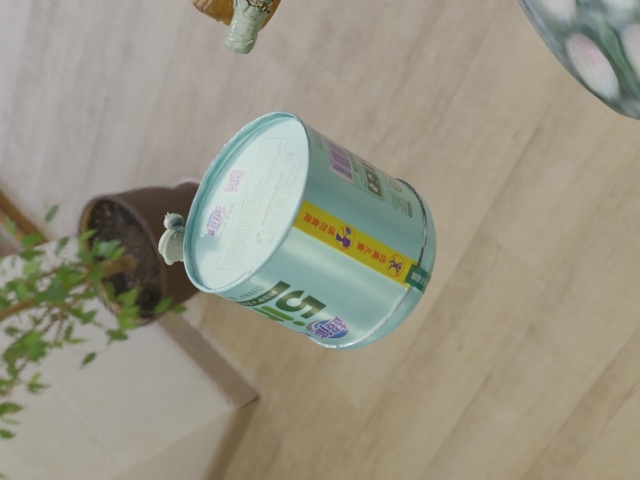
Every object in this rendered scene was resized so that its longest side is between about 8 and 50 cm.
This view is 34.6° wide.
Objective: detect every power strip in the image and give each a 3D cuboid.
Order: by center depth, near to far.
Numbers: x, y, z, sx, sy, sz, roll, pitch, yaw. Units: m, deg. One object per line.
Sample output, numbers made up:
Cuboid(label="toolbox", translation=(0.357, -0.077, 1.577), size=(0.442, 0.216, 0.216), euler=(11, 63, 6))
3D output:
Cuboid(label="power strip", translation=(-0.224, -0.005, 1.564), size=(0.035, 0.055, 0.083), euler=(40, 138, 48))

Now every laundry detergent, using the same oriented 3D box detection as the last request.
Cuboid(label="laundry detergent", translation=(0.000, 0.000, 1.542), size=(0.287, 0.305, 0.287), euler=(-32, 43, 36))

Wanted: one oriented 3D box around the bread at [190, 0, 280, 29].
Cuboid(label="bread", translation=(-0.136, -0.487, 1.831), size=(0.099, 0.235, 0.210), euler=(39, 109, 21))

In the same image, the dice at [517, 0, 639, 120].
Cuboid(label="dice", translation=(0.365, -0.320, 0.931), size=(0.328, 0.348, 0.330), euler=(59, 180, -14))

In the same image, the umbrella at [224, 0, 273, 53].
Cuboid(label="umbrella", translation=(-0.109, -0.357, 1.592), size=(0.067, 0.062, 0.143), euler=(-114, 36, -54))
